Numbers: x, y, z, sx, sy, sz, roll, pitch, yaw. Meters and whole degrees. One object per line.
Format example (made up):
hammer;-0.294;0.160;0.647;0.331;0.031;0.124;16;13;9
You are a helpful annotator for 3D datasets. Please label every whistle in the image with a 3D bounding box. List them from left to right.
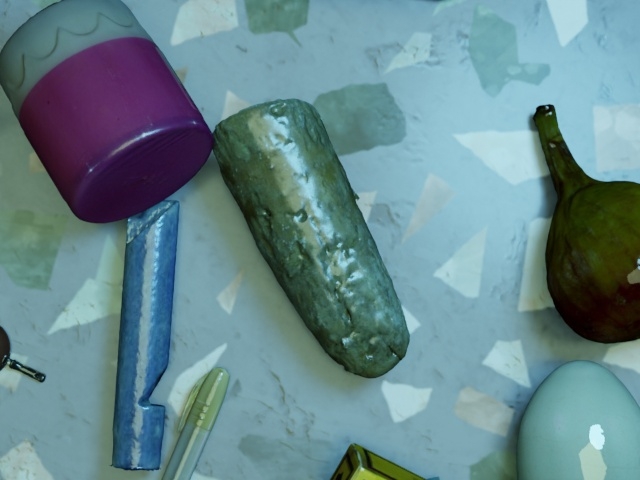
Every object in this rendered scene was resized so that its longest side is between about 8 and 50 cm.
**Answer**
whistle;-0.198;0.104;1.580;0.062;0.062;0.304;4;85;-2

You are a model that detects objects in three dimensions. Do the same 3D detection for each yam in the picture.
yam;0.000;0.000;1.566;0.133;0.133;0.330;-28;91;-4

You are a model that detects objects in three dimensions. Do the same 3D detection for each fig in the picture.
fig;0.336;-0.016;1.582;0.191;0.190;0.290;-7;50;-3

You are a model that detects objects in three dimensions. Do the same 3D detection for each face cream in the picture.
face cream;-0.235;-0.143;1.526;0.175;0.175;0.195;-32;71;-4

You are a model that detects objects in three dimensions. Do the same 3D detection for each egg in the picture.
egg;0.291;0.236;1.544;0.151;0.151;0.209;0;85;-2

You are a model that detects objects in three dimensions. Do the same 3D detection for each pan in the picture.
pan;-0.364;0.132;1.589;0.115;0.023;0.068;24;84;0

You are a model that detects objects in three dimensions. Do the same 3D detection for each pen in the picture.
pen;-0.160;0.250;1.586;0.040;0.032;0.233;22;85;23

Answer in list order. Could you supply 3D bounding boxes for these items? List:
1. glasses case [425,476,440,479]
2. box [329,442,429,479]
glasses case;0.015;0.341;1.573;0.266;0.056;0.105;-11;87;-3
box;0.046;0.393;1.508;0.193;0.084;0.301;28;99;-11
